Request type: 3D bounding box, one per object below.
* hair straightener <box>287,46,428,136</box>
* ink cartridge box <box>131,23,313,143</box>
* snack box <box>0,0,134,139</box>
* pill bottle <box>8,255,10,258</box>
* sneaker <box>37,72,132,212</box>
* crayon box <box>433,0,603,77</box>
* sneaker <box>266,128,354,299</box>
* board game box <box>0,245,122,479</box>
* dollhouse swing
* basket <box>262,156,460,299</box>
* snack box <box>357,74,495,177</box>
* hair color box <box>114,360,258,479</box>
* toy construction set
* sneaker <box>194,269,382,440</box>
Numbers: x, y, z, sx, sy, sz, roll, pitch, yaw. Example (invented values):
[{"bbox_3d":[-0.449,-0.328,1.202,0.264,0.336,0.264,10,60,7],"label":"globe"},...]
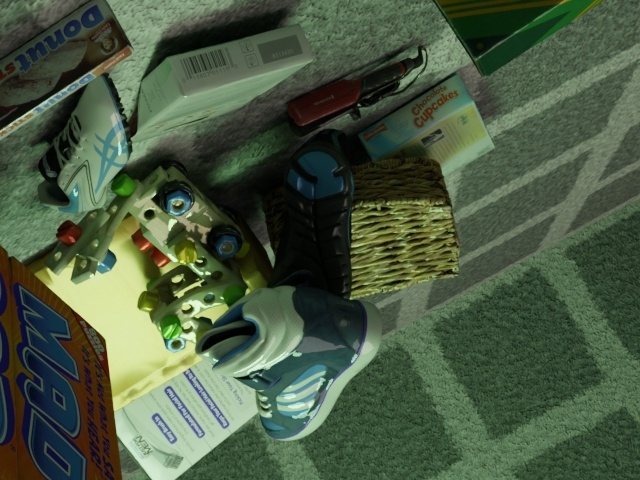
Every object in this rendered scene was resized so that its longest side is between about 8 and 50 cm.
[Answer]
[{"bbox_3d":[0.055,-0.210,1.728,0.230,0.047,0.089,-31,166,-14],"label":"hair straightener"},{"bbox_3d":[-0.137,-0.184,1.461,0.181,0.056,0.224,-21,-178,-31],"label":"ink cartridge box"},{"bbox_3d":[-0.272,-0.165,1.195,0.178,0.064,0.022,-32,165,7],"label":"snack box"},{"bbox_3d":[-0.496,0.142,1.563,0.176,0.176,0.318,-12,157,-50],"label":"pill bottle"},{"bbox_3d":[-0.270,-0.101,1.382,0.086,0.085,0.237,-13,156,-27],"label":"sneaker"},{"bbox_3d":[0.254,-0.351,1.317,0.318,0.202,0.081,-33,165,8],"label":"crayon box"},{"bbox_3d":[0.000,0.000,1.794,0.140,0.125,0.341,-68,170,-61],"label":"sneaker"},{"bbox_3d":[-0.456,0.213,1.263,0.356,0.357,0.356,-32,129,10],"label":"board game box"},{"bbox_3d":[-0.284,0.048,1.890,0.346,0.305,0.315,-31,-153,3],"label":"dollhouse swing"},{"bbox_3d":[0.058,-0.053,1.983,0.299,0.223,0.213,-13,134,4],"label":"basket"},{"bbox_3d":[0.187,-0.167,2.064,0.187,0.060,0.322,-31,165,7],"label":"snack box"},{"bbox_3d":[-0.197,0.231,2.030,0.339,0.185,0.110,-38,-151,-14],"label":"hair color box"},{"bbox_3d":[-0.220,0.022,1.647,0.215,0.151,0.327,-39,140,10],"label":"toy construction set"},{"bbox_3d":[-0.083,0.170,1.707,0.236,0.130,0.323,9,141,-27],"label":"sneaker"}]
